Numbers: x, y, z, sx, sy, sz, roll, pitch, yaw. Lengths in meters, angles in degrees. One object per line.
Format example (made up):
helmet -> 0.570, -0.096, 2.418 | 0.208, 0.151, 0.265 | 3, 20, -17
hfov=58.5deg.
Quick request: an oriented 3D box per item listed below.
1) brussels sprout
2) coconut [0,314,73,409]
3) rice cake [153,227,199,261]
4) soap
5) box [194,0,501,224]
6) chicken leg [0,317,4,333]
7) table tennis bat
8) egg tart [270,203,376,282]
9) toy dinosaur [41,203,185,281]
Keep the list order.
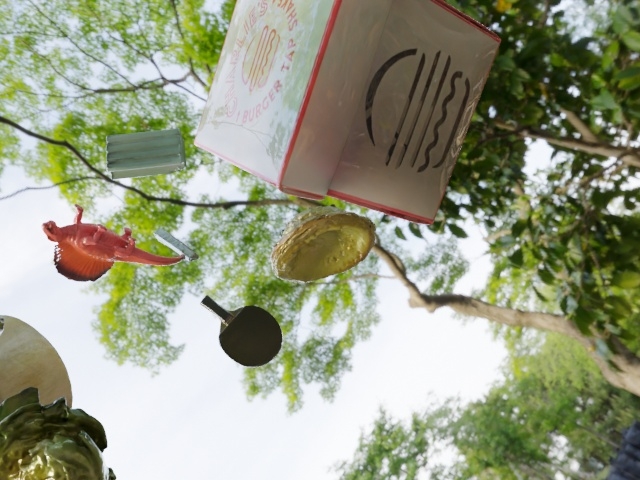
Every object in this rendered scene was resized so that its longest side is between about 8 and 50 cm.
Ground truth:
brussels sprout -> -0.309, 0.263, 0.657 | 0.139, 0.100, 0.181 | -11, -55, -2
coconut -> -0.851, 0.395, 1.489 | 0.345, 0.415, 0.415 | -49, -30, 20
rice cake -> -0.400, 0.013, 1.583 | 0.033, 0.207, 0.033 | -42, -46, -22
soap -> -0.464, -0.231, 1.527 | 0.198, 0.115, 0.063 | -6, -24, -5
box -> 0.030, -0.227, 0.881 | 0.300, 0.312, 0.314 | 13, -79, -35
chicken leg -> -0.415, 0.059, 0.573 | 0.228, 0.088, 0.103 | 51, -135, -55
table tennis bat -> -0.132, 0.139, 0.925 | 0.095, 0.158, 0.014 | -50, -20, -16
egg tart -> 0.000, 0.000, 1.558 | 0.314, 0.120, 0.315 | -14, -32, -9
toy dinosaur -> -0.411, 0.038, 1.111 | 0.286, 0.070, 0.139 | 29, -81, -41
